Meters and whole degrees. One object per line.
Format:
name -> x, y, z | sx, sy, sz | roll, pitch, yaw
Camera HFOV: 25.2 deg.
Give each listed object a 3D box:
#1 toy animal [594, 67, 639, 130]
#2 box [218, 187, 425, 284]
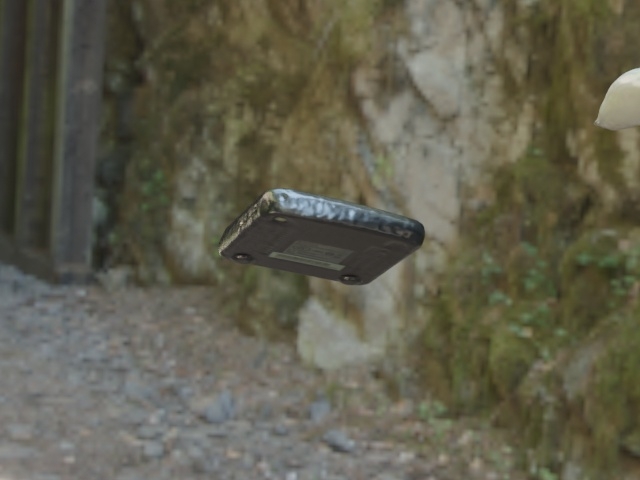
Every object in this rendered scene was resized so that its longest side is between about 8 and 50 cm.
toy animal -> 0.421, -0.185, 1.465 | 0.241, 0.196, 0.368 | -30, -20, -21
box -> 0.000, 0.000, 1.046 | 0.126, 0.027, 0.125 | 13, -20, -17
